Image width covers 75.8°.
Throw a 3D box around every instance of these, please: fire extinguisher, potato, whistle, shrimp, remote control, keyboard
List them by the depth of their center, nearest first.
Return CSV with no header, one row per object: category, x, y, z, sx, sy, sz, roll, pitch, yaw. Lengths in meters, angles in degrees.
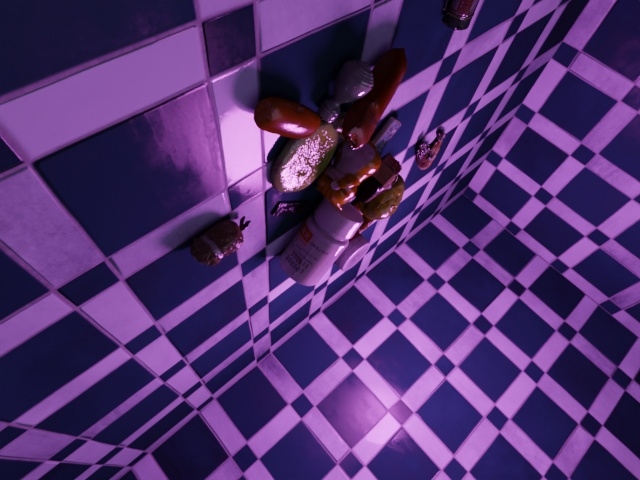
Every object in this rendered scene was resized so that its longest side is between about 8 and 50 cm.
fire extinguisher,0.454,-0.784,1.222,0.294,0.118,0.093,100,4,-60
whistle,0.102,-0.376,1.336,0.227,0.085,0.105,-24,109,-59
keyboard,-0.108,-0.123,1.571,0.061,0.013,0.204,-54,159,25
remote control,0.235,-0.397,1.672,0.233,0.038,0.098,-51,161,17
potato,0.294,-0.212,1.961,0.253,0.186,0.148,-43,-155,5
shrimp,0.578,-0.492,2.161,0.233,0.071,0.365,-56,159,6

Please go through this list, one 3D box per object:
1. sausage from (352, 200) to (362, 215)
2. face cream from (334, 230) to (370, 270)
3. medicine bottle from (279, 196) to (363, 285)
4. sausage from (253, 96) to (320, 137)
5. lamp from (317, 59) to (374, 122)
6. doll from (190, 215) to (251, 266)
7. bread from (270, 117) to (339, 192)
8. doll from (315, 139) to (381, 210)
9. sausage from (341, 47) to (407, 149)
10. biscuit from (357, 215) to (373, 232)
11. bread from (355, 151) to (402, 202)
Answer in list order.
sausage,0.153,-0.130,2.013,0.234,0.071,0.071,-33,158,-31
face cream,0.119,0.024,2.084,0.201,0.187,0.201,-39,161,-17
medicine bottle,0.000,0.000,1.754,0.371,0.211,0.211,-54,160,23
sausage,-0.082,-0.322,1.087,0.098,0.098,0.238,-53,158,24
lamp,0.070,-0.428,1.179,0.193,0.106,0.106,-43,165,31
doll,-0.299,-0.003,1.281,0.221,0.105,0.114,-32,156,-31
bread,-0.040,-0.272,1.353,0.301,0.045,0.301,-41,162,-17
doll,0.100,-0.253,1.505,0.269,0.166,0.162,-46,162,14
sausage,0.160,-0.431,1.246,0.348,0.094,0.097,-60,141,-8
biscuit,0.252,-0.135,2.133,0.226,0.042,0.226,-50,-171,11
bread,0.251,-0.267,1.769,0.212,0.142,0.224,-47,-174,-34
